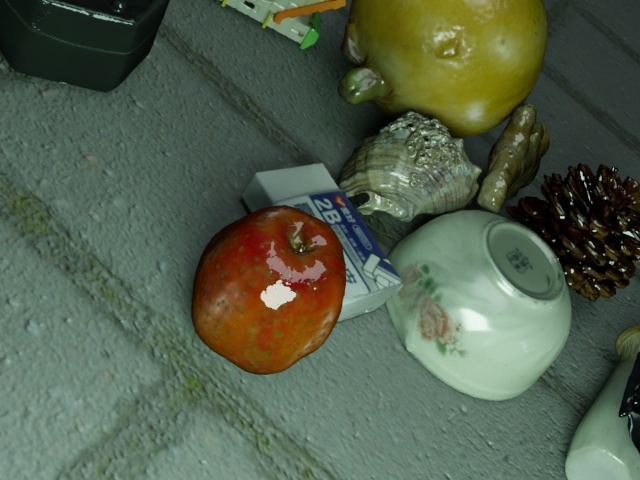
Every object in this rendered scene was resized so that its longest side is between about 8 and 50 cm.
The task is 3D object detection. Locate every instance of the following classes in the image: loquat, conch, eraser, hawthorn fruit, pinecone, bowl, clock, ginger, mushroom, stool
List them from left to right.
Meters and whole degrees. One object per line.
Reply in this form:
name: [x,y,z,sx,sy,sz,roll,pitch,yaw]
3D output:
stool: [-0.314,-0.315,1.004,0.232,0.141,0.232,19,46,-21]
hawthorn fruit: [-0.052,0.051,0.858,0.189,0.189,0.189,18,47,-21]
clock: [-0.069,-0.451,1.226,0.255,0.220,0.106,25,43,-16]
eraser: [0.000,0.000,1.012,0.124,0.068,0.210,-14,63,-40]
conch: [0.122,-0.097,1.132,0.245,0.178,0.163,-30,114,-39]
loquat: [0.174,-0.309,1.209,0.359,0.328,0.328,-33,76,-21]
bowl: [0.236,0.066,1.066,0.276,0.145,0.277,20,46,-22]
ginger: [0.310,-0.137,1.245,0.080,0.166,0.333,18,12,22]
pinecone: [0.413,-0.023,1.210,0.221,0.221,0.222,18,47,-21]
mushroom: [0.440,0.251,1.085,0.329,0.122,0.159,-46,122,-46]

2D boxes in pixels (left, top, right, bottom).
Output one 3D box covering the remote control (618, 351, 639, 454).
remote control: [0.500,0.314,0.988,0.399,0.062,0.145,53,49,-18]
